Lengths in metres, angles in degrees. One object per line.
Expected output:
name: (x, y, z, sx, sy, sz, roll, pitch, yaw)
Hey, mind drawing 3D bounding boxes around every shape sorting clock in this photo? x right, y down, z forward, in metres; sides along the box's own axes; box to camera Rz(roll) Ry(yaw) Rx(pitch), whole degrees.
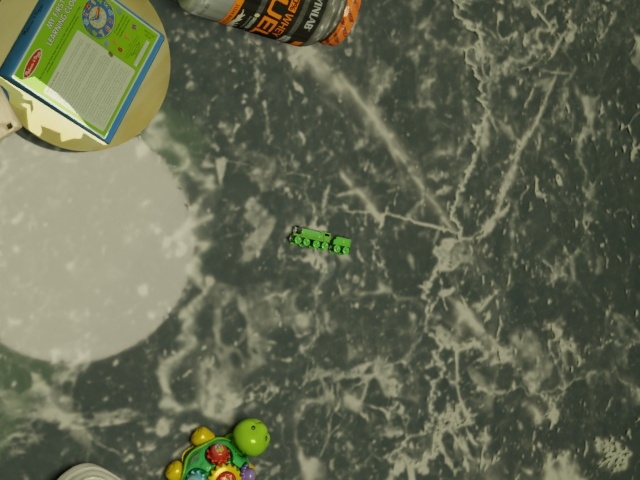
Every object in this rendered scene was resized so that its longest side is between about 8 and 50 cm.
shape sorting clock: (-0.259, -0.199, 1.214, 0.206, 0.040, 0.206, -1, 92, -36)

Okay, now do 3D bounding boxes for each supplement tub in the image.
supplement tub: (-0.056, -0.289, 1.265, 0.190, 0.117, 0.117, 12, 88, -25)

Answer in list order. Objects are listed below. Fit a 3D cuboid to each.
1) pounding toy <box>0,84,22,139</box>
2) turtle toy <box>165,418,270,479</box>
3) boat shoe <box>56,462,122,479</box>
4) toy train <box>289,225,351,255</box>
pounding toy: (-0.369, -0.171, 1.126, 0.100, 0.141, 0.130, -35, 121, -20)
turtle toy: (-0.110, 0.261, 1.297, 0.095, 0.066, 0.130, 42, 75, -21)
boat shoe: (-0.198, 0.368, 1.244, 0.098, 0.096, 0.277, -37, 108, -20)
toy train: (0.000, 0.000, 1.364, 0.083, 0.017, 0.024, 13, 77, -26)
